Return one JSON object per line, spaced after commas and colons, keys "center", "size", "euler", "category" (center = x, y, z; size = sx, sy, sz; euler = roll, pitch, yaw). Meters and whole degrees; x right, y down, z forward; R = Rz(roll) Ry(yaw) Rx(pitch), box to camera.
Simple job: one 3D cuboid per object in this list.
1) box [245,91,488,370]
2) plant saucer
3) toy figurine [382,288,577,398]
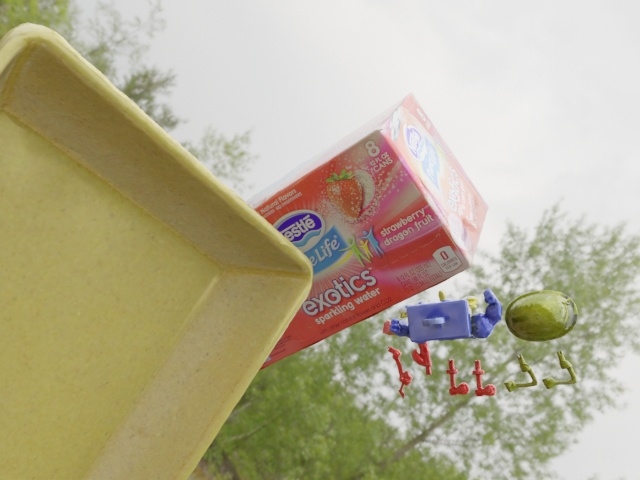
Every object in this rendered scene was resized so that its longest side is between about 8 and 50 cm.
{"center": [0.000, 0.000, 0.729], "size": [0.154, 0.300, 0.142], "euler": [54, 30, -10], "category": "box"}
{"center": [-0.190, 0.077, 0.489], "size": [0.081, 0.333, 0.333], "euler": [27, -11, 38], "category": "plant saucer"}
{"center": [0.253, 0.173, 1.242], "size": [0.217, 0.362, 0.191], "euler": [28, 59, -60], "category": "toy figurine"}
